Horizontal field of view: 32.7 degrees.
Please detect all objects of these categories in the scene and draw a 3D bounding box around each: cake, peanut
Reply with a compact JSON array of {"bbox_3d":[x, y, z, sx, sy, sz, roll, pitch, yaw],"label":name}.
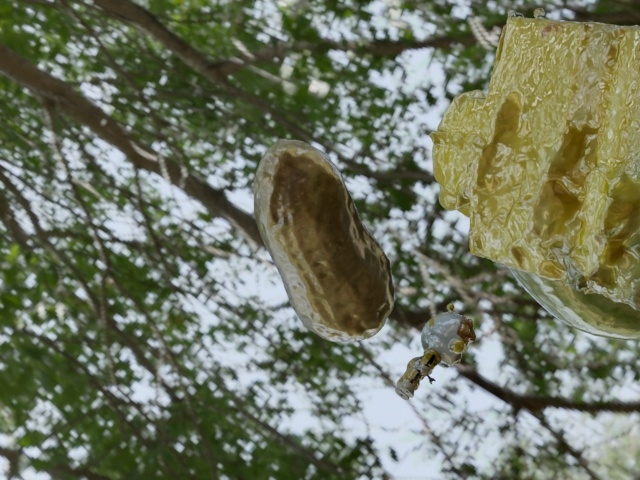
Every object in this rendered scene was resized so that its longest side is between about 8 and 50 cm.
[{"bbox_3d":[0.254,-0.075,0.928,0.228,0.286,0.222,4,-77,-31],"label":"cake"},{"bbox_3d":[0.000,0.000,1.107,0.120,0.110,0.236,-45,-57,-35],"label":"peanut"}]

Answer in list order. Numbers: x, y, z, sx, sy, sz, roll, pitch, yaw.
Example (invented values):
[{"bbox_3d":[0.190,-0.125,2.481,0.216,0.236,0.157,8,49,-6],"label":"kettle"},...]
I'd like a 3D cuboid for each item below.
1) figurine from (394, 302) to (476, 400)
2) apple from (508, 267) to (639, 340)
[{"bbox_3d":[0.152,0.155,1.481,0.143,0.068,0.101,-47,0,-2],"label":"figurine"},{"bbox_3d":[0.477,-0.087,1.682,0.474,0.474,0.473,-26,-49,-34],"label":"apple"}]
